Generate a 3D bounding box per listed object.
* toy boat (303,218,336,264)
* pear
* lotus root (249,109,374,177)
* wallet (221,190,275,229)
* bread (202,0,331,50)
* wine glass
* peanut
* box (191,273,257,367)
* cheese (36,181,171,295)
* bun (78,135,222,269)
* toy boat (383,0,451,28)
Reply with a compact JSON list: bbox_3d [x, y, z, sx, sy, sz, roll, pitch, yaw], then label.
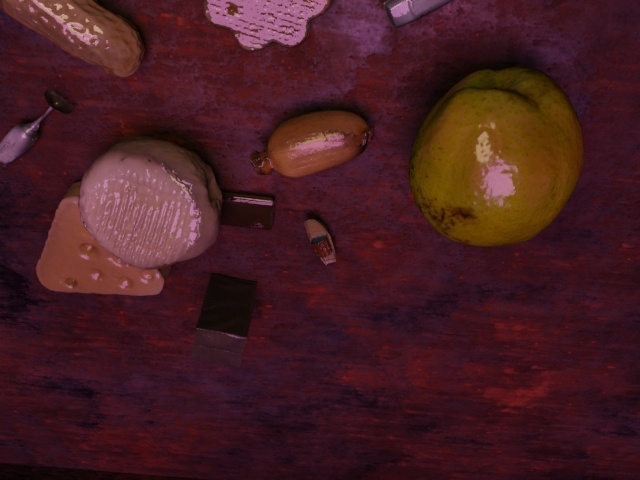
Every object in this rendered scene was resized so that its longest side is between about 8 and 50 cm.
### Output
[{"bbox_3d":[0.000,0.000,1.508,0.065,0.066,0.172,-13,126,17],"label":"toy boat"},{"bbox_3d":[0.378,-0.188,1.157,0.391,0.391,0.391,1,129,2],"label":"pear"},{"bbox_3d":[-0.017,-0.233,1.278,0.304,0.130,0.146,-14,128,11],"label":"lotus root"},{"bbox_3d":[-0.228,-0.085,1.472,0.198,0.031,0.110,6,130,-2],"label":"wallet"},{"bbox_3d":[-0.129,-0.501,1.114,0.287,0.056,0.207,18,124,-11],"label":"bread"},{"bbox_3d":[-0.725,-0.271,1.325,0.262,0.074,0.074,-30,121,25],"label":"wine glass"},{"bbox_3d":[-0.516,-0.466,1.111,0.313,0.152,0.152,33,123,-21],"label":"peanut"},{"bbox_3d":[-0.287,0.241,1.611,0.149,0.231,0.155,12,129,-7],"label":"box"},{"bbox_3d":[-0.607,0.040,1.546,0.384,0.104,0.383,2,128,2],"label":"cheese"},{"bbox_3d":[-0.413,-0.100,1.350,0.360,0.211,0.359,3,111,9],"label":"bun"},{"bbox_3d":[0.251,-0.521,1.074,0.261,0.085,0.078,-28,124,10],"label":"toy boat"}]
